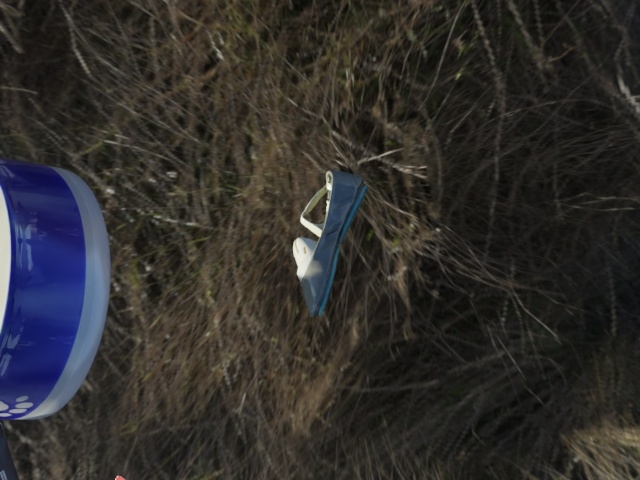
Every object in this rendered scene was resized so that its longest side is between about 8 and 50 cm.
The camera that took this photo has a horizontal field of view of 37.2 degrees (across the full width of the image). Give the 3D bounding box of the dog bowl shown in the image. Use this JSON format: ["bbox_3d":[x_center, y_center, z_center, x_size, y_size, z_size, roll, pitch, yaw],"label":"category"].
[{"bbox_3d":[-0.328,0.048,0.970,0.265,0.104,0.264,-11,75,45],"label":"dog bowl"}]

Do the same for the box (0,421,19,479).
[{"bbox_3d":[-0.583,0.370,1.142,0.343,0.312,0.178,-15,92,35],"label":"box"}]

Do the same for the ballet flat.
[{"bbox_3d":[0.000,0.000,1.213,0.068,0.072,0.213,20,60,1],"label":"ballet flat"}]

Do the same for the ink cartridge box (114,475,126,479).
[{"bbox_3d":[-0.125,0.322,0.765,0.225,0.056,0.181,39,123,5],"label":"ink cartridge box"}]
